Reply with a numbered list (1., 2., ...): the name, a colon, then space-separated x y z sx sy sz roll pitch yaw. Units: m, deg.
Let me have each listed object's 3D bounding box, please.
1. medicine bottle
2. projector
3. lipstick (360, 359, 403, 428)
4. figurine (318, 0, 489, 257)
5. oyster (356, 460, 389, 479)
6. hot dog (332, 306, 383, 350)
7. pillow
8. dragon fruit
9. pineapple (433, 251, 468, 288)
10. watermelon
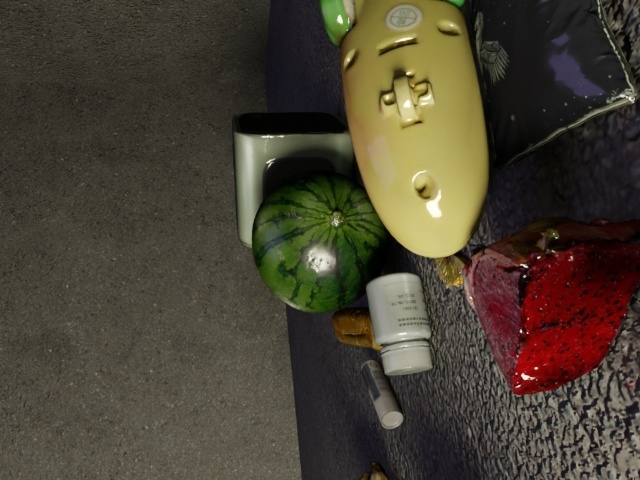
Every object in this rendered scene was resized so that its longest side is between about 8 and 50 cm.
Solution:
1. medicine bottle: 0.111 0.116 0.704 0.080 0.080 0.130 111 154 -66
2. projector: -0.066 -0.143 1.129 0.248 0.248 0.249 -115 24 -63
3. lipstick: 0.105 0.266 0.894 0.141 0.040 0.040 -114 23 -63
4. figurine: 0.092 -0.127 0.490 0.222 0.124 0.324 54 -151 -58
5. oyster: 0.094 0.517 0.775 0.337 0.133 0.197 -107 15 -61
6. hot dog: 0.079 0.163 0.949 0.286 0.061 0.087 165 99 -78
7. pillow: 0.166 -0.175 0.401 0.141 0.055 0.208 146 119 -70
8. dragon fruit: 0.162 0.029 0.372 0.096 0.102 0.147 -104 10 -55
9. pineapple: 0.155 0.031 0.605 0.083 0.019 0.045 -119 31 -62
10. watermelon: -0.001 0.002 0.863 0.242 0.242 0.242 177 90 -80
